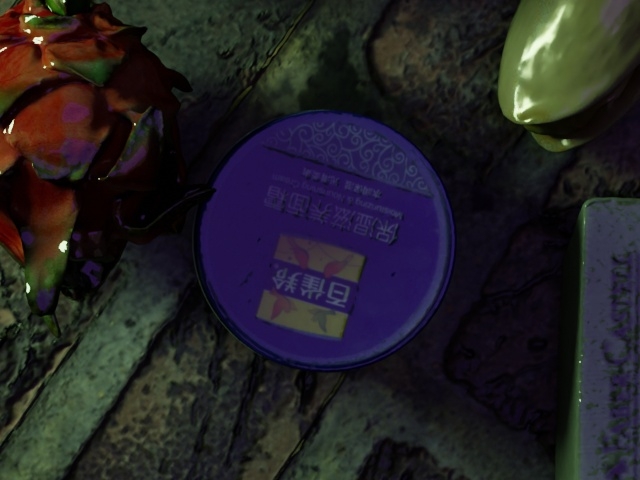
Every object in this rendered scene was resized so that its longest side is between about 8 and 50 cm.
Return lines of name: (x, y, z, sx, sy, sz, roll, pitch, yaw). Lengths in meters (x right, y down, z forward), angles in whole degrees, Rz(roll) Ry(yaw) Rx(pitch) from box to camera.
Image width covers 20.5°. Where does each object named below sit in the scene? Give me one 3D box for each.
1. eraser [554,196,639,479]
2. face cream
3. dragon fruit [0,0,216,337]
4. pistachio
eraser: (0.256, 0.142, 1.449, 0.111, 0.077, 0.353, 2, 89, -7)
face cream: (0.000, 0.000, 1.406, 0.205, 0.111, 0.206, 0, 89, -6)
dragon fruit: (-0.194, -0.063, 1.347, 0.192, 0.193, 0.274, 1, 86, -25)
pistachio: (0.223, -0.177, 1.429, 0.144, 0.144, 0.215, 34, 91, -5)
